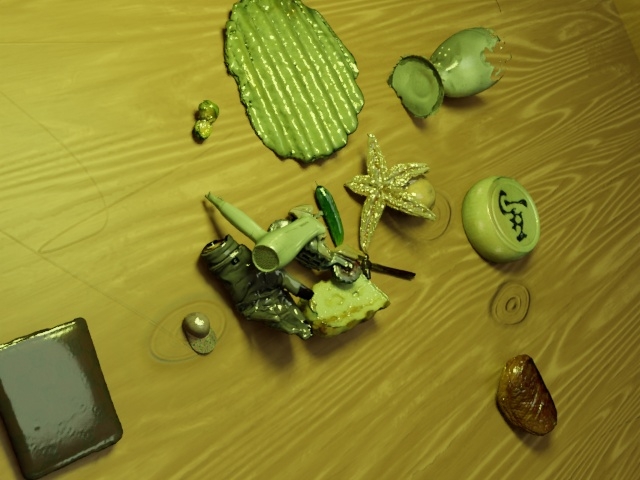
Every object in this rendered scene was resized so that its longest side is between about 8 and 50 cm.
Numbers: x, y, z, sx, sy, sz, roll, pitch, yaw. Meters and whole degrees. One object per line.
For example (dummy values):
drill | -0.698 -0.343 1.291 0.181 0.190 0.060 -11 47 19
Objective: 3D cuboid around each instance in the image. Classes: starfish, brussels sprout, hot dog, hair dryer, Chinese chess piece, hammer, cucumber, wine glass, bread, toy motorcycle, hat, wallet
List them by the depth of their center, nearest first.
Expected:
wallet | -0.442 0.261 1.164 0.182 0.049 0.229 -20 91 -40
hat | -0.228 0.177 1.358 0.058 0.042 0.087 -38 100 -39
hair dryer | -0.129 -0.043 1.432 0.237 0.075 0.206 31 33 12
brussels sprout | -0.245 -0.254 1.479 0.046 0.051 0.083 21 87 0
toy motorcycle | 0.000 0.000 1.550 0.229 0.094 0.129 29 58 -6
bread | 0.043 0.143 1.553 0.232 0.088 0.128 -20 66 -44
cucumber | 0.024 -0.065 1.636 0.039 0.039 0.167 -23 94 -40
starfish | 0.171 -0.111 1.688 0.231 0.048 0.295 7 80 -3
hammer | 0.169 0.077 1.718 0.178 0.021 0.065 14 68 -37
hot dog | 0.549 0.411 1.856 0.160 0.099 0.226 -34 99 -39
wine glass | 0.365 -0.473 1.939 0.357 0.190 0.190 -29 95 -35
Chinese chess piece | 0.513 -0.060 1.976 0.250 0.101 0.250 13 67 -34

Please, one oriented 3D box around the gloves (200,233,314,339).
gloves | -0.118 0.095 1.421 0.142 0.119 0.285 -44 90 -10

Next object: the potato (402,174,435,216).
potato | 0.229 -0.116 1.769 0.147 0.112 0.112 27 61 -18

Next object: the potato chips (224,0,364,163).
potato chips | -0.052 -0.397 1.664 0.359 0.070 0.429 -25 89 -36
